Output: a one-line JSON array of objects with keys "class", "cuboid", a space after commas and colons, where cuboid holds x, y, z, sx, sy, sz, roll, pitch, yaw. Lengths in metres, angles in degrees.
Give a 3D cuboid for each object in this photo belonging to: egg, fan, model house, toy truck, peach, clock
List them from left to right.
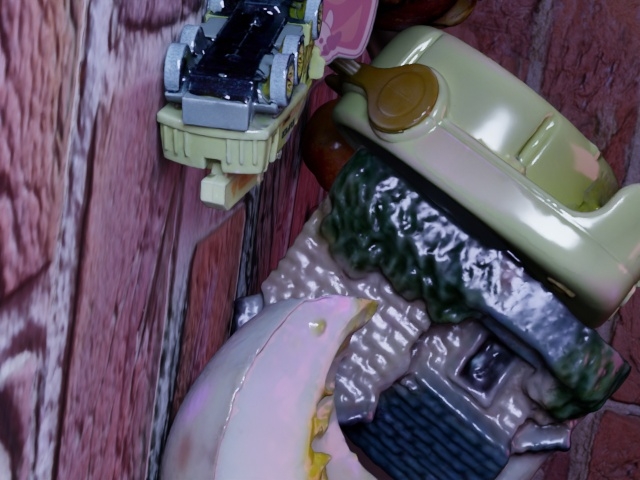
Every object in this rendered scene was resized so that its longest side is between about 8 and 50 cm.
[{"class": "toy truck", "cuboid": [-0.045, -0.086, 0.882, 0.169, 0.077, 0.100, -72, 168, -62]}, {"class": "egg", "cuboid": [-0.035, 0.179, 1.044, 0.206, 0.161, 0.271, -38, 112, -33]}, {"class": "fan", "cuboid": [0.009, -0.234, 1.104, 0.132, 0.009, 0.220, -7, 115, -43]}, {"class": "peach", "cuboid": [0.024, -0.098, 1.491, 0.101, 0.100, 0.101, 10, 90, -84]}, {"class": "model house", "cuboid": [0.070, 0.119, 1.272, 0.284, 0.298, 0.243, -51, 175, 3]}, {"class": "clock", "cuboid": [0.142, -0.070, 1.294, 0.117, 0.348, 0.286, -51, 171, -2]}]

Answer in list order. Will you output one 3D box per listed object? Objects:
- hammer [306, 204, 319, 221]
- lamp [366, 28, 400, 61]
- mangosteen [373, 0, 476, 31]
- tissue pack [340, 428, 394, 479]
[{"class": "hammer", "cuboid": [0.000, 0.000, 1.672, 0.043, 0.043, 0.083, -62, 160, -72]}, {"class": "lamp", "cuboid": [0.073, -0.166, 1.910, 0.283, 0.124, 0.203, 79, 1, -66]}, {"class": "mangosteen", "cuboid": [0.093, -0.269, 1.318, 0.200, 0.199, 0.200, 10, 90, -84]}, {"class": "tissue pack", "cuboid": [0.077, 0.148, 1.728, 0.333, 0.229, 0.236, -74, -175, -46]}]
